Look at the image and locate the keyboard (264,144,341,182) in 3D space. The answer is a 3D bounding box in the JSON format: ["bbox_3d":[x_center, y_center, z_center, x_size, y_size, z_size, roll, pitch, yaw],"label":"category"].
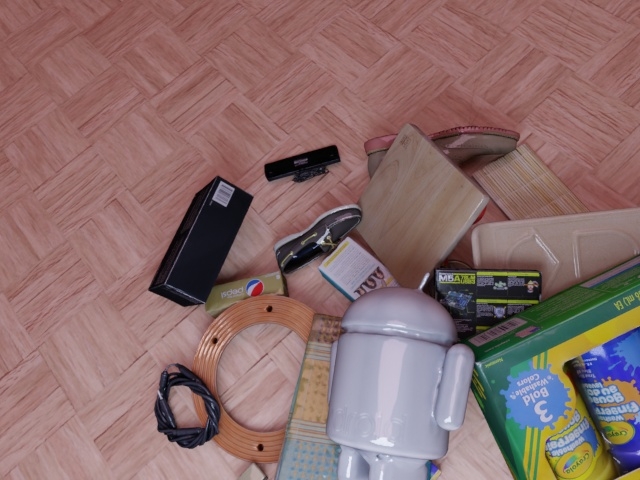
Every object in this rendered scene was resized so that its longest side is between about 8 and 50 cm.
[{"bbox_3d":[-0.043,-0.176,1.376,0.192,0.038,0.100,-15,41,5],"label":"keyboard"}]

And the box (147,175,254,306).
[{"bbox_3d":[-0.268,0.008,1.239,0.103,0.184,0.261,30,70,-23],"label":"box"}]

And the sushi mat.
[{"bbox_3d":[0.488,-0.074,1.225,0.151,0.019,0.317,-32,64,-3],"label":"sushi mat"}]

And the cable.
[{"bbox_3d":[-0.278,0.350,1.141,0.184,0.047,0.151,28,96,30],"label":"cable"}]

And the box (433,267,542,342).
[{"bbox_3d":[0.302,0.143,1.021,0.190,0.045,0.184,0,90,7],"label":"box"}]

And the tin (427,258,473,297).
[{"bbox_3d":[0.301,0.126,1.163,0.106,0.040,0.190,-31,64,1],"label":"tin"}]

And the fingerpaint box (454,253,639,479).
[{"bbox_3d":[0.507,0.255,0.914,0.444,0.163,0.371,-25,91,-1],"label":"fingerpaint box"}]

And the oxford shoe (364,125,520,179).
[{"bbox_3d":[0.279,-0.185,1.280,0.348,0.123,0.130,-5,87,12],"label":"oxford shoe"}]

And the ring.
[{"bbox_3d":[-0.111,0.281,1.152,0.336,0.032,0.337,-4,74,14],"label":"ring"}]

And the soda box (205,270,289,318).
[{"bbox_3d":[-0.165,0.122,1.242,0.181,0.061,0.058,-14,65,5],"label":"soda box"}]

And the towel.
[{"bbox_3d":[0.077,0.331,1.033,0.271,0.040,0.370,9,64,7],"label":"towel"}]

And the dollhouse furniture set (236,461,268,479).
[{"bbox_3d":[-0.124,0.537,1.025,0.182,0.101,0.161,40,79,24],"label":"dollhouse furniture set"}]

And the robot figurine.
[{"bbox_3d":[0.121,0.230,0.929,0.300,0.199,0.354,-8,67,45],"label":"robot figurine"}]

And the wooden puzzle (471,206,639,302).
[{"bbox_3d":[0.474,0.110,1.057,0.347,0.080,0.322,-6,92,9],"label":"wooden puzzle"}]

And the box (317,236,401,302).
[{"bbox_3d":[0.116,0.106,1.194,0.100,0.060,0.244,-45,66,-10],"label":"box"}]

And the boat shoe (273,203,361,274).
[{"bbox_3d":[0.000,0.000,1.234,0.227,0.081,0.069,-30,54,19],"label":"boat shoe"}]

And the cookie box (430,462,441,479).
[{"bbox_3d":[0.158,0.433,1.050,0.107,0.040,0.092,39,78,23],"label":"cookie box"}]

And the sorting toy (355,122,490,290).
[{"bbox_3d":[0.211,-0.063,1.156,0.255,0.089,0.257,55,127,37],"label":"sorting toy"}]
